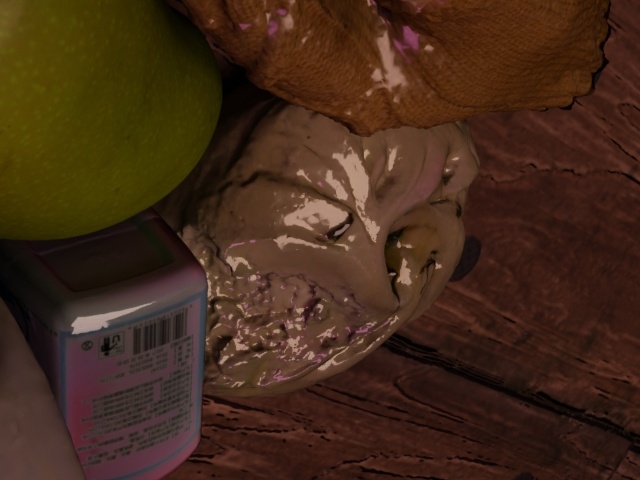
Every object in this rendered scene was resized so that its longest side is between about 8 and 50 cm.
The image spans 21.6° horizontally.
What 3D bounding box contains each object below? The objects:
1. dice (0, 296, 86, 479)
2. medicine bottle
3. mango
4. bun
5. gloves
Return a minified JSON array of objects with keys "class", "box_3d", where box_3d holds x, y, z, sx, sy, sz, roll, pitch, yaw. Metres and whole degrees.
[{"class":"dice","box_3d":[-0.247,0.153,0.759,0.259,0.243,0.251,-23,133,-28]},{"class":"medicine bottle","box_3d":[-0.125,0.073,0.908,0.094,0.119,0.188,-17,131,-29]},{"class":"mango","box_3d":[-0.141,-0.088,0.758,0.175,0.143,0.293,-58,152,-2]},{"class":"bun","box_3d":[0.000,0.000,0.977,0.237,0.116,0.210,-47,141,-7]},{"class":"gloves","box_3d":[0.024,-0.134,0.828,0.155,0.203,0.356,-54,148,9]}]
